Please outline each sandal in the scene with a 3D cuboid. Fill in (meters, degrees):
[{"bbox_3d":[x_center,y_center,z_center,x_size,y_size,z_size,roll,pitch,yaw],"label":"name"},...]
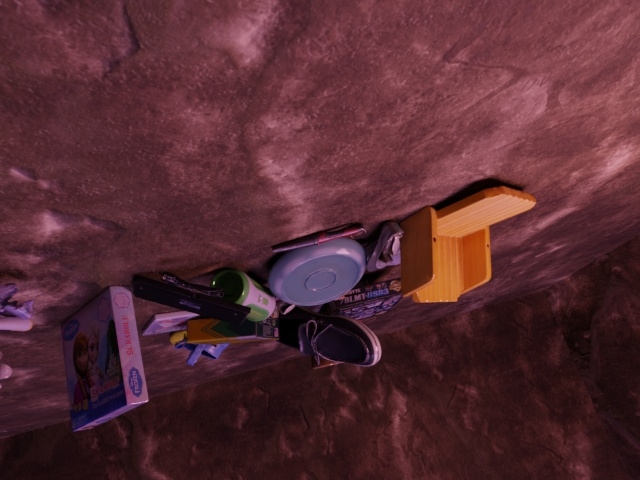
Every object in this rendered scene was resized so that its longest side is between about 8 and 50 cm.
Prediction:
[{"bbox_3d":[-0.427,0.408,2.132,0.318,0.138,0.126,-9,157,-27],"label":"sandal"}]

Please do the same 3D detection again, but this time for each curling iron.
[{"bbox_3d":[0.000,0.000,1.505,0.274,0.035,0.068,-15,161,-7],"label":"curling iron"}]

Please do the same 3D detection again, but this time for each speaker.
[{"bbox_3d":[-0.232,0.173,1.657,0.131,0.131,0.296,-19,161,7],"label":"speaker"}]

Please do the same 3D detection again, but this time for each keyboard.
[{"bbox_3d":[-0.342,0.149,1.447,0.317,0.033,0.201,17,149,-13],"label":"keyboard"}]

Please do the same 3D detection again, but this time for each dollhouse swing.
[{"bbox_3d":[0.463,0.026,1.614,0.305,0.315,0.347,-6,172,43],"label":"dollhouse swing"}]

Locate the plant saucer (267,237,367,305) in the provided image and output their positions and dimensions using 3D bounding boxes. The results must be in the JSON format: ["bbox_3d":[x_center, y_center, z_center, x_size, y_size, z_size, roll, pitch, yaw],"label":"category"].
[{"bbox_3d":[-0.001,0.109,1.646,0.318,0.043,0.317,-13,142,-10],"label":"plant saucer"}]

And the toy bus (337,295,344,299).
[{"bbox_3d":[0.053,0.151,1.865,0.191,0.104,0.202,-30,157,33],"label":"toy bus"}]

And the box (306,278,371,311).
[{"bbox_3d":[0.071,0.226,2.158,0.183,0.056,0.231,-4,157,-33],"label":"box"}]

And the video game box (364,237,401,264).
[{"bbox_3d":[0.237,0.030,1.769,0.205,0.048,0.187,0,157,-40],"label":"video game box"}]

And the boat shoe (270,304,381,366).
[{"bbox_3d":[-0.006,0.351,1.953,0.500,0.186,0.156,14,-154,37],"label":"boat shoe"}]

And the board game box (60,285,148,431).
[{"bbox_3d":[-0.607,0.330,1.487,0.319,0.317,0.066,-32,156,35],"label":"board game box"}]

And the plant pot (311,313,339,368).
[{"bbox_3d":[0.054,0.399,2.305,0.237,0.254,0.237,-12,167,-3],"label":"plant pot"}]

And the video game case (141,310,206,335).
[{"bbox_3d":[-0.507,0.286,1.897,0.201,0.023,0.183,-3,156,-34],"label":"video game case"}]

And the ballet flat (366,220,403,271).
[{"bbox_3d":[0.193,0.036,1.612,0.072,0.068,0.213,-20,143,-33],"label":"ballet flat"}]

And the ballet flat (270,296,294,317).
[{"bbox_3d":[-0.154,0.237,1.969,0.222,0.079,0.077,-28,159,30],"label":"ballet flat"}]

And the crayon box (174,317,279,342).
[{"bbox_3d":[-0.330,0.323,1.922,0.319,0.081,0.202,-8,165,17],"label":"crayon box"}]

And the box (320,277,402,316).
[{"bbox_3d":[0.161,0.248,2.099,0.296,0.073,0.293,-12,160,-15],"label":"box"}]

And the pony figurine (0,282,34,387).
[{"bbox_3d":[-0.735,0.154,1.039,0.351,0.302,0.363,-9,176,4],"label":"pony figurine"}]
